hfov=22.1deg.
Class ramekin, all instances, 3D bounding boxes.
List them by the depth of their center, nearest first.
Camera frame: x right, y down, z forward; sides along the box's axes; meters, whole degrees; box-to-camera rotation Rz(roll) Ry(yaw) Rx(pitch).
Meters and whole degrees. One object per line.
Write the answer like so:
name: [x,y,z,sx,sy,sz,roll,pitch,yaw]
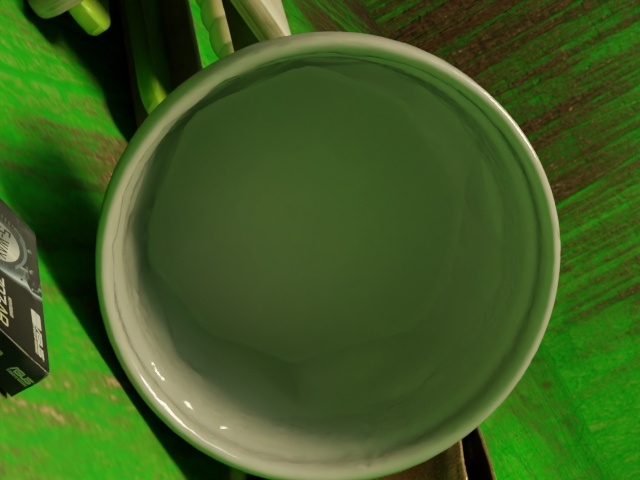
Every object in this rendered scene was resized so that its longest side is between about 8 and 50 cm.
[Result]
ramekin: [0.000,0.000,0.772,0.207,0.207,0.109,58,3,-15]

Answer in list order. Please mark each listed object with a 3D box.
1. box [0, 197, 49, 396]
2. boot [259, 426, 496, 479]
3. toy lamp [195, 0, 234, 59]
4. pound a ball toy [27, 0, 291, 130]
box: [-0.130,0.008,0.616,0.067,0.018,0.083,52,14,-40]
boot: [0.031,0.098,0.890,0.112,0.115,0.305,54,11,-24]
toy lamp: [-0.058,-0.130,1.151,0.080,0.080,0.274,46,18,-55]
pound a ball toy: [-0.107,-0.202,0.952,0.208,0.136,0.319,54,13,-36]
